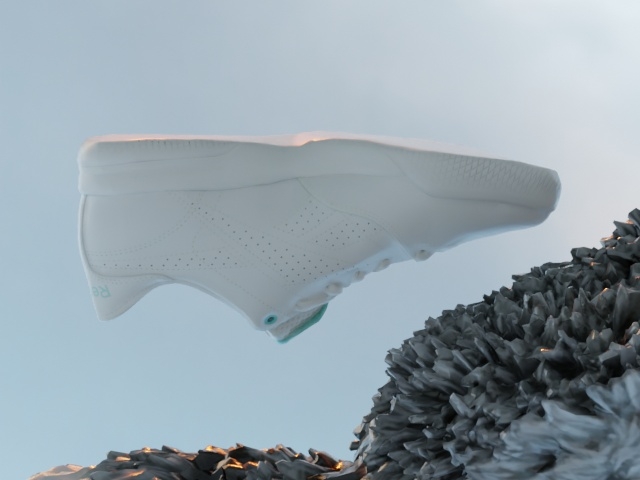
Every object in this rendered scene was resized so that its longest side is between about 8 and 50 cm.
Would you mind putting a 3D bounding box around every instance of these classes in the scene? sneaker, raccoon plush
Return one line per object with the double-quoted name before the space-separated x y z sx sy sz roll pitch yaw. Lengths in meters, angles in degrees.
"sneaker" 0.000 0.000 0.748 0.212 0.094 0.080 0 -174 -9
"raccoon plush" 0.101 0.034 0.759 0.446 0.216 0.299 8 -143 9
